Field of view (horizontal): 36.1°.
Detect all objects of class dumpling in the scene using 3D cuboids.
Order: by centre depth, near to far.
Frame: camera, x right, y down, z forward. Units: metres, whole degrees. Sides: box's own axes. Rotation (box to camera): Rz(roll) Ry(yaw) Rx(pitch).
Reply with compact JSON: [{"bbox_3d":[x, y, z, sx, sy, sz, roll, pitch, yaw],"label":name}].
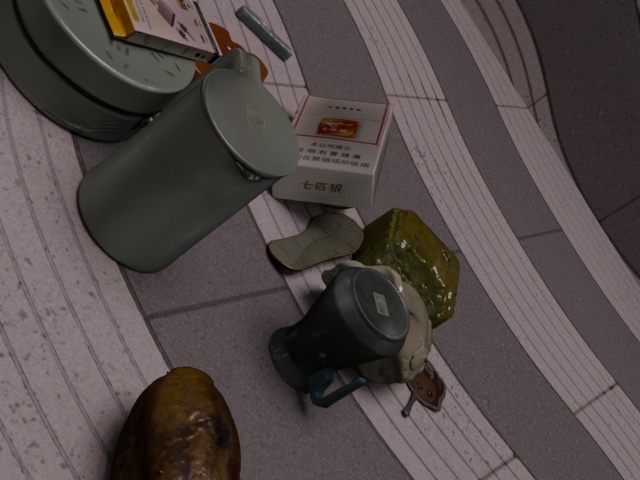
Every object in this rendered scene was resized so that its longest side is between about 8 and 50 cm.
[{"bbox_3d":[0.097,0.162,1.900,0.243,0.187,0.318,27,-25,26],"label":"dumpling"}]

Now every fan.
[{"bbox_3d":[0.203,0.306,2.029,0.132,0.009,0.220,49,29,-4],"label":"fan"}]

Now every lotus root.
[{"bbox_3d":[-0.182,0.308,1.319,0.193,0.193,0.291,31,33,-34],"label":"lotus root"}]

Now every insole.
[{"bbox_3d":[0.000,0.000,2.025,0.119,0.009,0.348,42,28,15],"label":"insole"}]

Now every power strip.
[{"bbox_3d":[-0.383,-0.344,1.717,0.357,0.161,0.357,35,34,-29],"label":"power strip"}]

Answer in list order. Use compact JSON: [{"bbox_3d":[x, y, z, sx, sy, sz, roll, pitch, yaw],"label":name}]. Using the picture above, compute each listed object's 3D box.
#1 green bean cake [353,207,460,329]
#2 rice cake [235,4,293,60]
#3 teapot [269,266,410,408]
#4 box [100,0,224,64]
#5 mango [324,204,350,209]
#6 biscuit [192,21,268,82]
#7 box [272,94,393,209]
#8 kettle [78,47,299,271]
[{"bbox_3d":[0.195,0.063,2.154,0.236,0.124,0.233,46,31,-15],"label":"green bean cake"},{"bbox_3d":[-0.133,-0.498,2.360,0.171,0.033,0.029,42,33,-19],"label":"rice cake"},{"bbox_3d":[0.032,0.174,1.709,0.171,0.225,0.203,24,42,-37],"label":"teapot"},{"bbox_3d":[-0.279,-0.386,1.715,0.247,0.033,0.129,3,58,-55],"label":"box"},{"bbox_3d":[0.040,-0.112,2.159,0.159,0.084,0.105,-32,80,-41],"label":"mango"},{"bbox_3d":[-0.203,-0.334,2.083,0.284,0.043,0.306,19,46,-46],"label":"biscuit"},{"bbox_3d":[0.032,-0.198,2.115,0.210,0.095,0.330,8,33,8],"label":"box"},{"bbox_3d":[-0.202,-0.124,1.580,0.205,0.318,0.265,48,34,-10],"label":"kettle"}]
